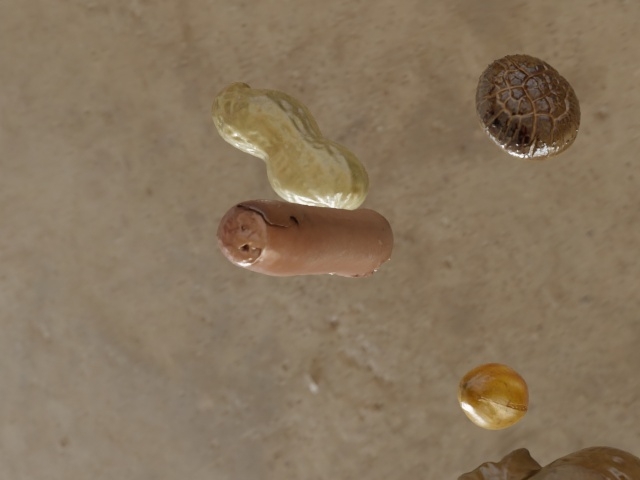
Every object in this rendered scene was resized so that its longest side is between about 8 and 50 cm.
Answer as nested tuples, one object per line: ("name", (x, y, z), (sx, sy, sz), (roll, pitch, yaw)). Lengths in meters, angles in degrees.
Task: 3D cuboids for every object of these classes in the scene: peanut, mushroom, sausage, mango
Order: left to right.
("peanut", (-0.032, -0.093, 1.561), (0.187, 0.082, 0.082), (45, 129, 14))
("sausage", (0.000, 0.000, 0.831), (0.043, 0.186, 0.043), (0, 89, 22))
("mango", (0.149, 0.136, 1.372), (0.046, 0.089, 0.060), (35, 100, 38))
("mushroom", (0.229, -0.148, 1.729), (0.126, 0.109, 0.085), (33, 130, 0))

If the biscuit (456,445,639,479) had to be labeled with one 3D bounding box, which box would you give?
("biscuit", (0.160, 0.341, 1.003), (0.394, 0.076, 0.368), (65, 147, 17))
